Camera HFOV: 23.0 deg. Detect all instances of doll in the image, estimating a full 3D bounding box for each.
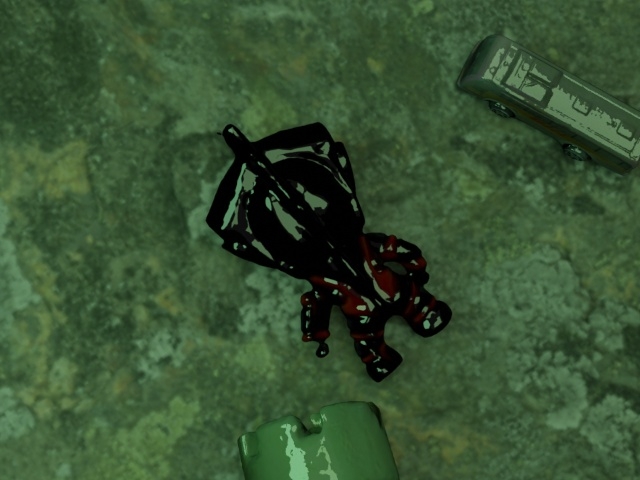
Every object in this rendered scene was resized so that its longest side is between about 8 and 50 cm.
[{"bbox_3d":[-0.002,0.001,1.312,0.248,0.088,0.127,46,57,-10],"label":"doll"}]

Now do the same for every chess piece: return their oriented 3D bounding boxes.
[{"bbox_3d":[0.026,0.283,1.231,0.195,0.194,0.299,-12,75,-11],"label":"chess piece"}]

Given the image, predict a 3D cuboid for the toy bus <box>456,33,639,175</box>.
[{"bbox_3d":[0.206,-0.119,1.367,0.172,0.072,0.057,29,82,-4],"label":"toy bus"}]
